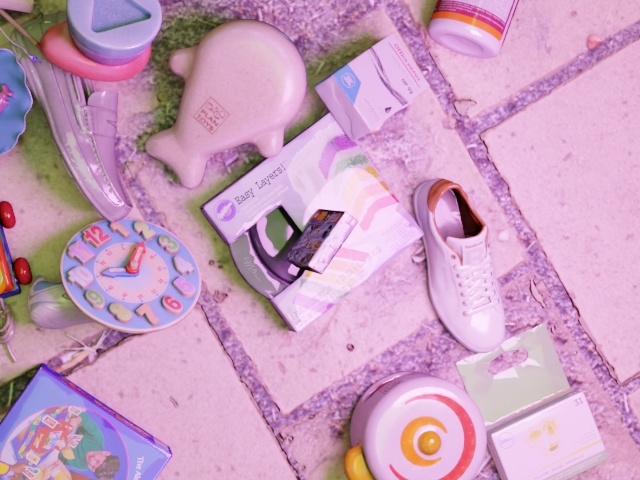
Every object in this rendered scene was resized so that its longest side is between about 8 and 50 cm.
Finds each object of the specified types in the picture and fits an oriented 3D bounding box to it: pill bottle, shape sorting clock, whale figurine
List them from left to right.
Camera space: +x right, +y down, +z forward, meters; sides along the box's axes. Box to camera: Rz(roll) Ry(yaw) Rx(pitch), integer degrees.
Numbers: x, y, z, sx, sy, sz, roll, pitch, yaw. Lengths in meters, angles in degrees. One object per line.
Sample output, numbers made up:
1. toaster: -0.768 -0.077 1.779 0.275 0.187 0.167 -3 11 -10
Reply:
1. shape sorting clock: -0.273 0.046 1.646 0.206 0.040 0.206 10 46 -11
2. whale figurine: -0.139 -0.207 1.702 0.216 0.141 0.272 41 106 -4
3. pill bottle: 0.258 -0.406 1.769 0.121 0.121 0.221 21 85 -10

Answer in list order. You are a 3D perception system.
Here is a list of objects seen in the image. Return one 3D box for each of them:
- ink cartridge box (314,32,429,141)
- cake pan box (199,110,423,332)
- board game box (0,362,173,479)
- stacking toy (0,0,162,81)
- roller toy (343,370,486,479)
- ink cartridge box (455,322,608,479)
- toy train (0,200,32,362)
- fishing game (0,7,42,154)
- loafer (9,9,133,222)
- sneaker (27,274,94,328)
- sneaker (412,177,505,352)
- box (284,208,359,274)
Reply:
1. ink cartridge box: 0.091 -0.244 1.735 0.180 0.060 0.104 -39 97 -31
2. cake pan box: -0.017 -0.026 1.741 0.267 0.070 0.246 -36 94 -9
3. board game box: -0.411 0.389 1.653 0.233 0.078 0.347 36 83 -9
4. stacking toy: -0.317 -0.400 1.602 0.279 0.130 0.309 25 61 -6
5. roller toy: 0.146 0.298 1.728 0.209 0.146 0.191 15 86 -10
6. ink cartridge box: 0.338 0.274 1.815 0.171 0.056 0.235 -23 96 -10
7. toy train: -0.467 0.060 1.612 0.105 0.143 0.248 -16 92 -10
8. fishing game: -0.502 -0.204 1.616 0.189 0.041 0.264 43 100 8
9. loafer: -0.343 -0.183 1.654 0.111 0.112 0.319 -24 94 0
10. sneaker: -0.312 0.087 1.679 0.237 0.085 0.086 4 56 -19
11. sneaker: 0.221 0.044 1.759 0.106 0.123 0.290 -23 95 -12
12. box: 0.000 0.000 1.640 0.027 0.137 0.094 36 84 -15
